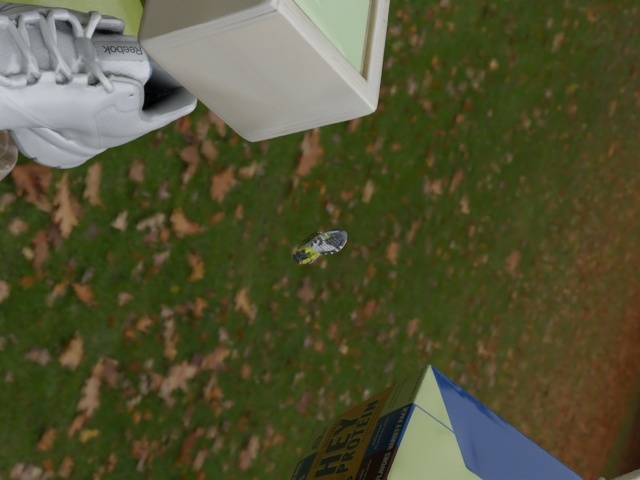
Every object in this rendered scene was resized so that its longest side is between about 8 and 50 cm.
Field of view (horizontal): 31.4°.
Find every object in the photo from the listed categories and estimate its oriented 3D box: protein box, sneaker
[{"bbox_3d":[0.096,0.250,1.039,0.201,0.199,0.136,-39,-162,49],"label":"protein box"},{"bbox_3d":[-0.189,-0.118,0.735,0.297,0.129,0.111,-2,81,-68],"label":"sneaker"},{"bbox_3d":[0.000,0.000,1.405,0.031,0.083,0.035,47,39,-25],"label":"sneaker"}]

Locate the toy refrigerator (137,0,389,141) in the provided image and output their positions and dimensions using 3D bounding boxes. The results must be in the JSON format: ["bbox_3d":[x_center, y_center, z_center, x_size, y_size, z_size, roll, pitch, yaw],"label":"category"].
[{"bbox_3d":[-0.012,-0.201,0.634,0.102,0.094,0.270,40,49,-47],"label":"toy refrigerator"}]

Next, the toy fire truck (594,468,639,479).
[{"bbox_3d":[0.190,0.204,0.758,0.192,0.047,0.135,4,106,-32],"label":"toy fire truck"}]

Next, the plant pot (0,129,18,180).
[{"bbox_3d":[-0.647,-0.139,1.785,0.323,0.280,0.323,58,16,-27],"label":"plant pot"}]

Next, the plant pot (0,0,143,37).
[{"bbox_3d":[-0.319,-0.253,1.345,0.293,0.274,0.275,52,45,-13],"label":"plant pot"}]
